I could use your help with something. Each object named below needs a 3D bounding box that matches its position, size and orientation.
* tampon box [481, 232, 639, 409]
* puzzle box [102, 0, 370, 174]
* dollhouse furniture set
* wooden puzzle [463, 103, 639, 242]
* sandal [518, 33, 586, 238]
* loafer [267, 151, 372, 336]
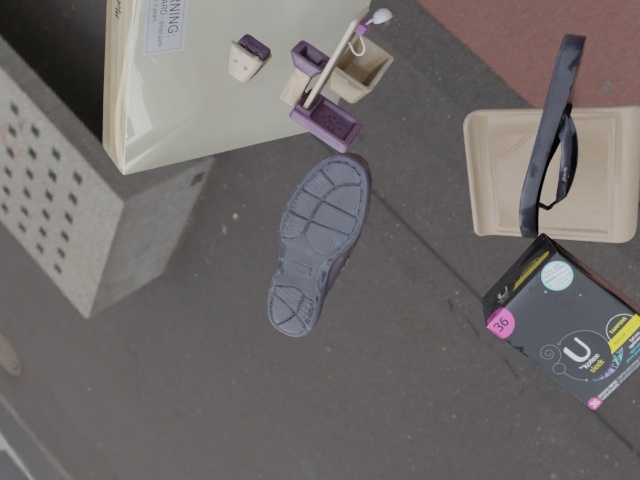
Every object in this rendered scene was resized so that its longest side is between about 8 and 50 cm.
[{"bbox_3d":[0.295,0.093,0.775,0.161,0.101,0.120,37,107,-1],"label":"tampon box"},{"bbox_3d":[-0.052,-0.257,0.580,0.052,0.272,0.408,48,139,28],"label":"puzzle box"},{"bbox_3d":[0.013,-0.133,0.405,0.091,0.114,0.081,34,131,-2],"label":"dollhouse furniture set"},{"bbox_3d":[0.344,-0.099,0.967,0.239,0.044,0.221,1,126,24],"label":"wooden puzzle"},{"bbox_3d":[0.291,-0.117,0.789,0.055,0.097,0.254,16,110,19],"label":"sandal"},{"bbox_3d":[0.000,0.000,0.924,0.109,0.095,0.302,27,121,11],"label":"loafer"}]
